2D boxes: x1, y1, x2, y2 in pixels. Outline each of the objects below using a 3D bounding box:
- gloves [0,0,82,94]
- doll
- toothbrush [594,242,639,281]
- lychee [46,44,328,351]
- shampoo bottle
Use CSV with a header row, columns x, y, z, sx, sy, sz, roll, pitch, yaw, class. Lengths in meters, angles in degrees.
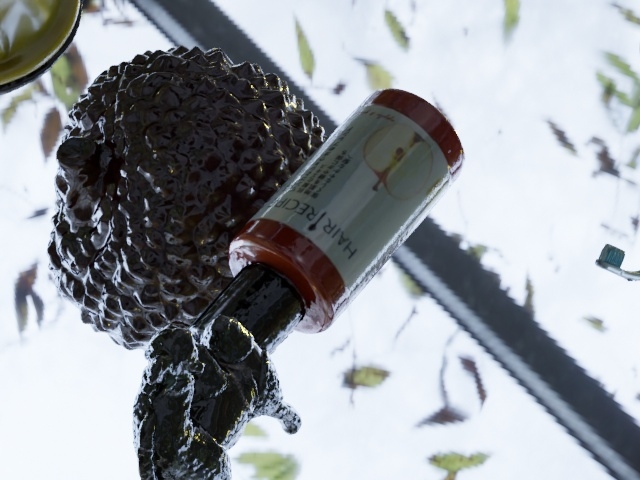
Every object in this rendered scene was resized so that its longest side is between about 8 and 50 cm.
x,y,z,sx,sy,sz,roll,pitch,yaw,class
-0.210,-0.200,0.733,0.133,0.294,0.116,39,-107,22,gloves
-0.068,0.101,0.854,0.057,0.165,0.139,12,-133,21,doll
0.256,0.026,1.072,0.017,0.204,0.022,31,-78,41,toothbrush
-0.116,-0.031,1.406,0.330,0.306,0.306,14,-126,-39,lychee
0.000,0.000,1.170,0.104,0.104,0.278,33,-121,14,shampoo bottle
